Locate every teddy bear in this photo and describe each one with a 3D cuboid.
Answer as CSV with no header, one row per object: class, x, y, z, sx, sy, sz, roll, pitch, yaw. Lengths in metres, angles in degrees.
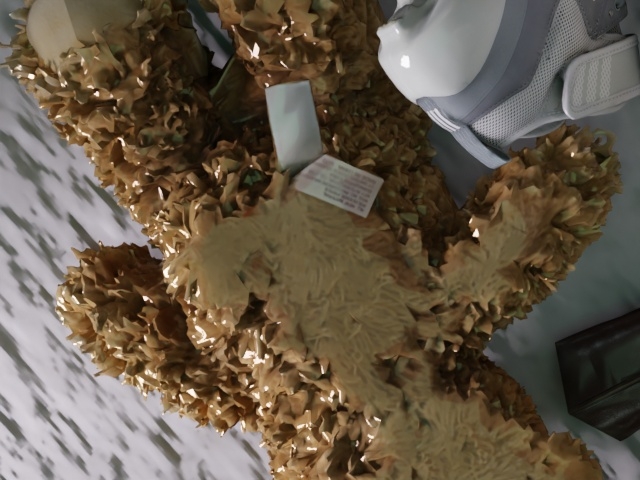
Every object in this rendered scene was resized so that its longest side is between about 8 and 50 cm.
teddy bear,0.000,0.000,0.823,0.245,0.113,0.338,-43,94,3

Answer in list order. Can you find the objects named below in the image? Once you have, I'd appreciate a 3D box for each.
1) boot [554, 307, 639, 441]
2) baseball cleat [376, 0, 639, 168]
boot,0.174,0.068,0.860,0.114,0.037,0.106,-31,89,7
baseball cleat,0.102,-0.119,0.768,0.109,0.072,0.206,44,71,-20
